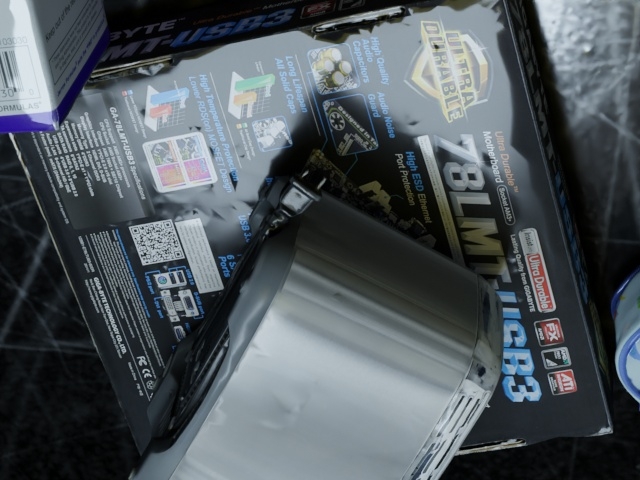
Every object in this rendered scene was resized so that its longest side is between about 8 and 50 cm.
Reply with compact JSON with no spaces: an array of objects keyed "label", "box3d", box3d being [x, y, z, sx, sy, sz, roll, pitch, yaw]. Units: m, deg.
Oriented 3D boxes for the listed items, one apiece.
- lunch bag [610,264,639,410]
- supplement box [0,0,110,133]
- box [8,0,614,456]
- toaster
[{"label":"lunch bag","box3d":[0.286,0.068,1.097,0.219,0.090,0.176,38,117,-14]},{"label":"supplement box","box3d":[-0.193,-0.175,0.971,0.111,0.114,0.220,-2,122,12]},{"label":"box","box3d":[0.000,0.000,1.107,0.293,0.073,0.295,-11,118,13]},{"label":"toaster","box3d":[0.003,0.070,1.037,0.146,0.129,0.227,25,118,-10]}]
